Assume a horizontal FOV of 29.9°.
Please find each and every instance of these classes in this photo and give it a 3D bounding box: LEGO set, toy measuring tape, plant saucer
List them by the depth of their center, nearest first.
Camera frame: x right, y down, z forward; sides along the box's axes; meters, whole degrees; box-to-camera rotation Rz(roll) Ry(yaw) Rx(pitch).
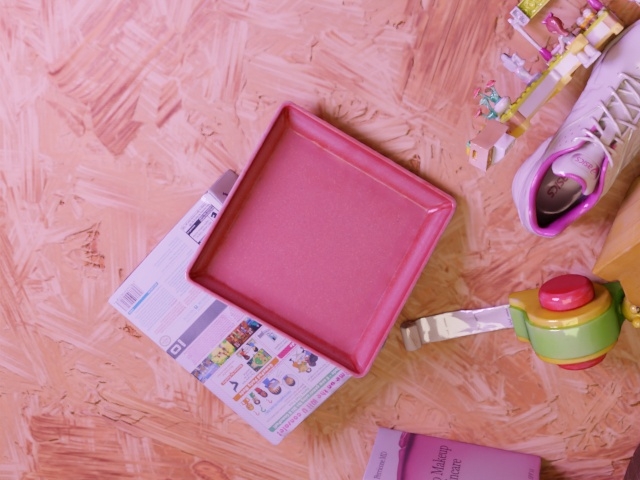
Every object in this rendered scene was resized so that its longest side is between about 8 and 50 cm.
[{"bbox_3d":[0.244,-0.213,1.374,0.107,0.132,0.287,44,92,-1],"label":"LEGO set"},{"bbox_3d":[0.000,0.000,1.496,0.258,0.048,0.259,30,81,-8],"label":"plant saucer"},{"bbox_3d":[0.256,0.114,1.517,0.330,0.121,0.121,-11,109,17],"label":"toy measuring tape"}]

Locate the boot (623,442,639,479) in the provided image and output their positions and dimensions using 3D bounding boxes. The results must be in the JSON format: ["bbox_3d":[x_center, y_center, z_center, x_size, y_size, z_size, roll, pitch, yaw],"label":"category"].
[{"bbox_3d":[0.515,0.305,1.552,0.204,0.095,0.262,23,112,1],"label":"boot"}]

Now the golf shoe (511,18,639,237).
[{"bbox_3d":[0.333,-0.123,1.388,0.115,0.140,0.306,31,114,0],"label":"golf shoe"}]

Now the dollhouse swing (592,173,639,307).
[{"bbox_3d":[0.560,-0.060,1.386,0.347,0.305,0.315,24,155,-7],"label":"dollhouse swing"}]

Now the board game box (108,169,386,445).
[{"bbox_3d":[-0.091,0.092,1.596,0.303,0.097,0.224,43,115,-6],"label":"board game box"}]

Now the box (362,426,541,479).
[{"bbox_3d":[0.173,0.358,1.617,0.232,0.148,0.126,9,113,8],"label":"box"}]
